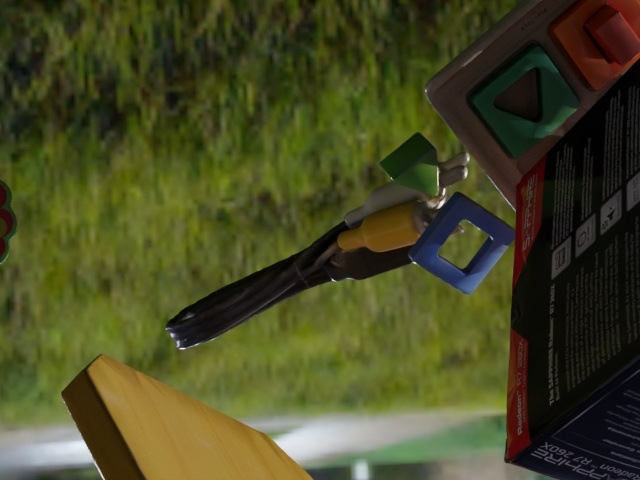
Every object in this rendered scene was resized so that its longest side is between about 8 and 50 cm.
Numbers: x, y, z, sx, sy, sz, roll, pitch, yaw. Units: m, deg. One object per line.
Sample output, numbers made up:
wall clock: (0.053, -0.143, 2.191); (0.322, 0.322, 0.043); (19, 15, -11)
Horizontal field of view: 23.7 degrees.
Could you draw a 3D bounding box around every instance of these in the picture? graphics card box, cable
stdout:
graphics card box: (0.239, -0.031, 0.880); (0.094, 0.233, 0.371); (20, 141, -15)
cable: (0.000, 0.000, 1.260); (0.287, 0.072, 0.139); (-19, -160, 20)

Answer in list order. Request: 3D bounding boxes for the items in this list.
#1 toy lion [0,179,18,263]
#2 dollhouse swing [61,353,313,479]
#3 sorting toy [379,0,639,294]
toy lion: (-0.203, -0.017, 0.753); (0.100, 0.096, 0.034); (-15, -179, -8)
dollhouse swing: (-0.099, 0.312, 1.105); (0.305, 0.315, 0.347); (33, 179, 42)
sorting toy: (0.197, -0.100, 1.098); (0.347, 0.196, 0.047); (-40, -149, 2)
